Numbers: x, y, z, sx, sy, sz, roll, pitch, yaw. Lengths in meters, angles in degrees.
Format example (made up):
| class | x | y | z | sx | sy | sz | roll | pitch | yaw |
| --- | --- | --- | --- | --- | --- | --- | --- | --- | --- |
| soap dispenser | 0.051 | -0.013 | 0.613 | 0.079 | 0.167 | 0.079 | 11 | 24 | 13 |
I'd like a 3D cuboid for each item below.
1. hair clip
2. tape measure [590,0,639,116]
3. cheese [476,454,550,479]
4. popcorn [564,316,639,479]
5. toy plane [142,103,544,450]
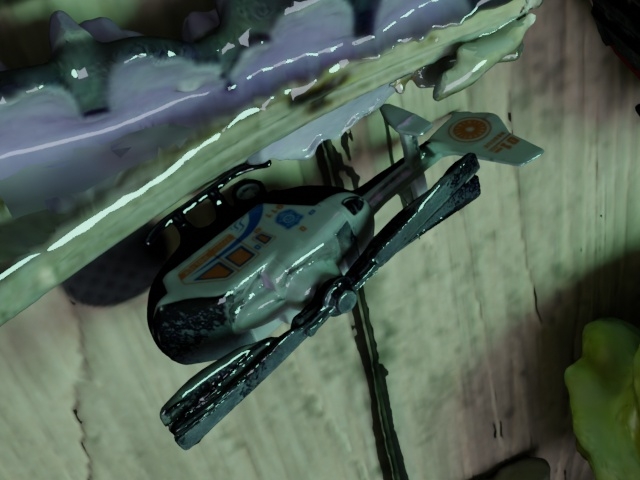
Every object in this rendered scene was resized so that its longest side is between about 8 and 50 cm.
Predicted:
| class | x | y | z | sx | sy | sz | roll | pitch | yaw |
| --- | --- | --- | --- | --- | --- | --- | --- | --- | --- |
| hair clip | -0.048 | -0.039 | 0.373 | 0.292 | 0.084 | 0.106 | -27 | 147 | -15 |
| tape measure | 0.233 | -0.134 | 0.430 | 0.260 | 0.114 | 0.253 | -18 | 132 | -16 |
| cheese | -0.030 | 0.241 | 0.648 | 0.400 | 0.034 | 0.085 | -21 | 134 | -12 |
| popcorn | 0.242 | 0.110 | 0.580 | 0.204 | 0.184 | 0.221 | -38 | 113 | -38 |
| toy plane | 0.000 | -0.001 | 0.437 | 0.197 | 0.078 | 0.053 | -35 | 135 | -20 |
